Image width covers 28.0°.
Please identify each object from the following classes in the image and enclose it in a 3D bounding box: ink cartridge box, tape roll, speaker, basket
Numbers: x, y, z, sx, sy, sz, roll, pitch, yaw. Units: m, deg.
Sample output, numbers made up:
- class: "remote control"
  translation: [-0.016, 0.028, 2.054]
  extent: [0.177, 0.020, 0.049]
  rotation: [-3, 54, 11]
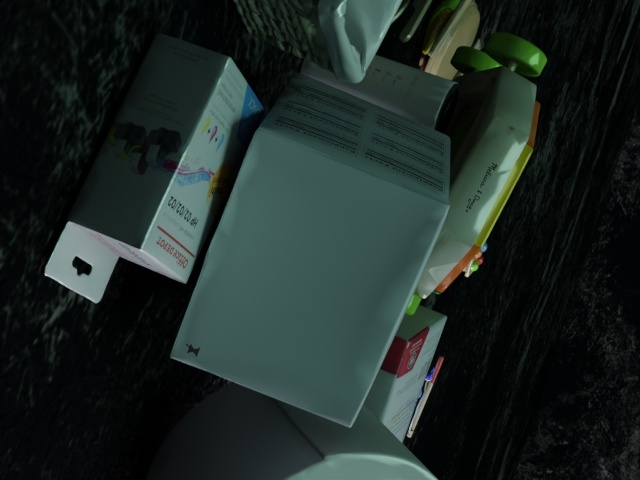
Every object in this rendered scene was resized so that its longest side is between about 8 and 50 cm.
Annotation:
- class: "ink cartridge box"
  translation: [-0.111, -0.038, 0.893]
  extent: [0.181, 0.062, 0.104]
  rotation: [-66, 163, -9]
- class: "tape roll"
  translation: [-0.019, 0.259, 1.146]
  extent: [0.246, 0.169, 0.246]
  rotation: [-9, 112, -22]
- class: "ink cartridge box"
  translation: [0.030, 0.145, 1.322]
  extent: [0.128, 0.127, 0.176]
  rotation: [-22, 131, -66]
- class: "speaker"
  translation: [0.052, -0.135, 1.140]
  extent: [0.055, 0.136, 0.055]
  rotation: [-56, 159, -36]
- class: "basket"
  translation: [0.012, -0.224, 0.971]
  extent: [0.167, 0.103, 0.113]
  rotation: [-63, 162, -14]

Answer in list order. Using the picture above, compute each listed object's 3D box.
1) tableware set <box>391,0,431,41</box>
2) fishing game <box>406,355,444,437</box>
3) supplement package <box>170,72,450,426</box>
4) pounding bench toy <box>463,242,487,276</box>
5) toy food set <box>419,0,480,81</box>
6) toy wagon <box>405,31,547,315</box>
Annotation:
- class: "tableware set"
  translation: [0.056, -0.247, 1.087]
  extent: [0.039, 0.128, 0.194]
  rotation: [48, 60, -37]
- class: "fishing game"
  translation: [0.104, 0.218, 1.876]
  extent: [0.264, 0.041, 0.189]
  rotation: [24, 88, -64]
- class: "supplement package"
  translation: [0.000, 0.000, 1.009]
  extent: [0.203, 0.149, 0.194]
  rotation: [-72, -176, -71]
- class: "pounding bench toy"
  translation: [0.202, 0.020, 1.883]
  extent: [0.083, 0.065, 0.052]
  rotation: [-41, 148, -55]
- class: "toy food set"
  translation: [0.143, -0.227, 1.483]
  extent: [0.132, 0.039, 0.192]
  rotation: [-57, 166, -13]
- class: "toy wagon"
  translation: [0.109, -0.063, 1.259]
  extent: [0.267, 0.068, 0.344]
  rotation: [-62, -171, -2]
